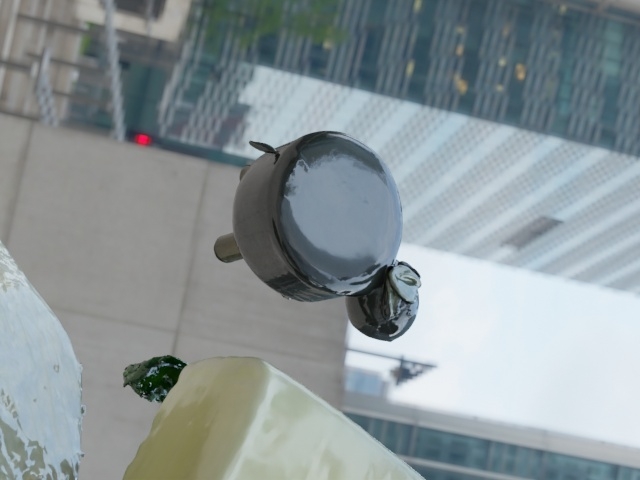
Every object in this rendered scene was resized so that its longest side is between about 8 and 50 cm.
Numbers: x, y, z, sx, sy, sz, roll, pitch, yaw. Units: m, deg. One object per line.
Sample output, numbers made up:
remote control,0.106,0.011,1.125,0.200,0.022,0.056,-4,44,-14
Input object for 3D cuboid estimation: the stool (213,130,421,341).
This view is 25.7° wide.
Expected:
stool,-0.006,0.005,1.354,0.139,0.153,0.228,-18,-87,55

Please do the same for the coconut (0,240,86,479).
coconut,-0.364,0.106,0.902,0.345,0.415,0.415,-43,-157,14

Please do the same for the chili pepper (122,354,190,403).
chili pepper,-0.055,0.204,1.211,0.278,0.122,0.065,57,-20,7

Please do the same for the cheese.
cheese,-0.034,0.241,0.856,0.124,0.242,0.265,-5,-130,47
